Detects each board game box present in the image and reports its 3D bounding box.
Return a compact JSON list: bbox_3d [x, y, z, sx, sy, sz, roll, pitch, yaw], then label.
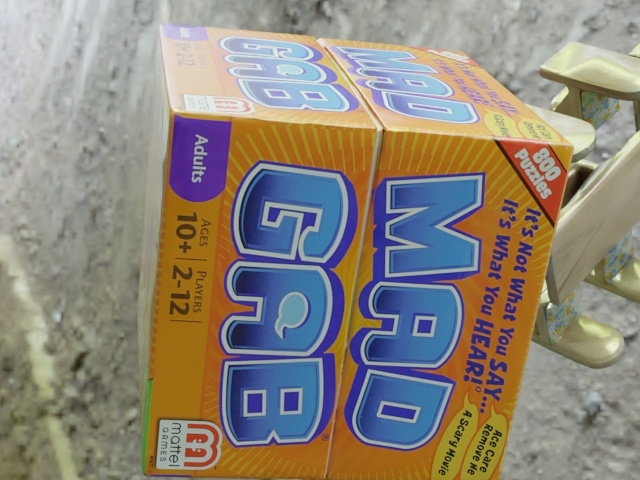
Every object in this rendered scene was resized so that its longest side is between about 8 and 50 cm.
[{"bbox_3d":[0.000,0.000,1.179,0.356,0.356,0.357,-113,28,-65],"label":"board game box"}]

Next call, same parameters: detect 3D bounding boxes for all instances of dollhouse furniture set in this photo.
[{"bbox_3d":[0.431,-0.071,1.427,0.256,0.394,0.362,25,146,40],"label":"dollhouse furniture set"}]

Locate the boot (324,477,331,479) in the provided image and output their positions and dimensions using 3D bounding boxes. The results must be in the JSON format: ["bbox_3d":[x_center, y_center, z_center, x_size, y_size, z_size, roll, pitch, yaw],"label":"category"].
[{"bbox_3d":[0.073,0.232,1.706,0.211,0.104,0.295,-3,58,22],"label":"boot"}]
